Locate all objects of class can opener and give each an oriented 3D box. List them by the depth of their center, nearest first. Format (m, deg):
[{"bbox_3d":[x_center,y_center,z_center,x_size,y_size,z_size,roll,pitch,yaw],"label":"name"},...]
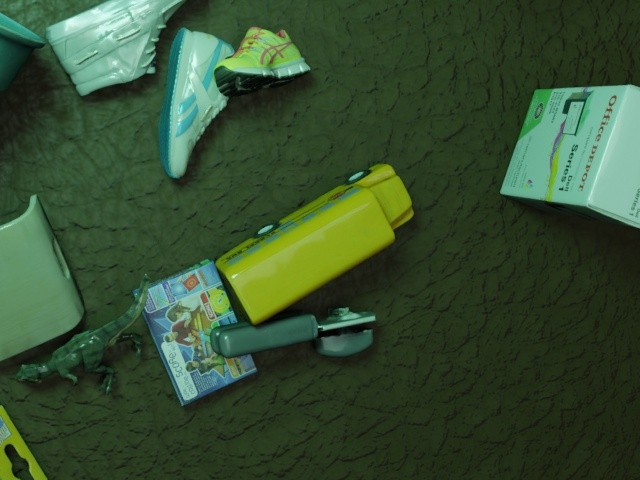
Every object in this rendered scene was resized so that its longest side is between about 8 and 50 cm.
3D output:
[{"bbox_3d":[-0.036,0.164,1.519,0.284,0.076,0.095,-10,98,-26],"label":"can opener"}]

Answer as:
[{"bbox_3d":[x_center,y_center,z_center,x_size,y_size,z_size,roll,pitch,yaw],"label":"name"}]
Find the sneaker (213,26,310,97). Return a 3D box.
[{"bbox_3d":[-0.103,-0.279,1.430,0.208,0.082,0.094,-26,95,-58],"label":"sneaker"}]

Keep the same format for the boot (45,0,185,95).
[{"bbox_3d":[-0.270,-0.313,1.405,0.258,0.095,0.123,-25,110,-4],"label":"boot"}]

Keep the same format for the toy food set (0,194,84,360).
[{"bbox_3d":[-0.517,0.077,1.350,0.306,0.092,0.219,-24,131,-16],"label":"toy food set"}]

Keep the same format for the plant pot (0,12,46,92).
[{"bbox_3d":[-0.585,-0.191,1.207,0.341,0.341,0.334,26,97,-19],"label":"plant pot"}]

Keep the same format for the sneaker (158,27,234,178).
[{"bbox_3d":[-0.193,-0.205,1.438,0.092,0.087,0.228,9,97,-24],"label":"sneaker"}]

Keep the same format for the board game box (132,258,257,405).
[{"bbox_3d":[-0.201,0.147,1.507,0.136,0.035,0.201,-23,103,-14],"label":"board game box"}]

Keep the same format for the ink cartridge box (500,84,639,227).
[{"bbox_3d":[0.439,-0.143,1.541,0.117,0.278,0.201,19,91,-19],"label":"ink cartridge box"}]

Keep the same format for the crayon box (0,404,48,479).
[{"bbox_3d":[-0.553,0.415,1.351,0.323,0.083,0.203,-41,110,-46],"label":"crayon box"}]

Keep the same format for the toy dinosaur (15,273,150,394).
[{"bbox_3d":[-0.337,0.166,1.437,0.268,0.064,0.118,-36,136,5],"label":"toy dinosaur"}]

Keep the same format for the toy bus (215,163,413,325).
[{"bbox_3d":[0.000,0.000,1.500,0.333,0.130,0.108,-31,105,-11],"label":"toy bus"}]
